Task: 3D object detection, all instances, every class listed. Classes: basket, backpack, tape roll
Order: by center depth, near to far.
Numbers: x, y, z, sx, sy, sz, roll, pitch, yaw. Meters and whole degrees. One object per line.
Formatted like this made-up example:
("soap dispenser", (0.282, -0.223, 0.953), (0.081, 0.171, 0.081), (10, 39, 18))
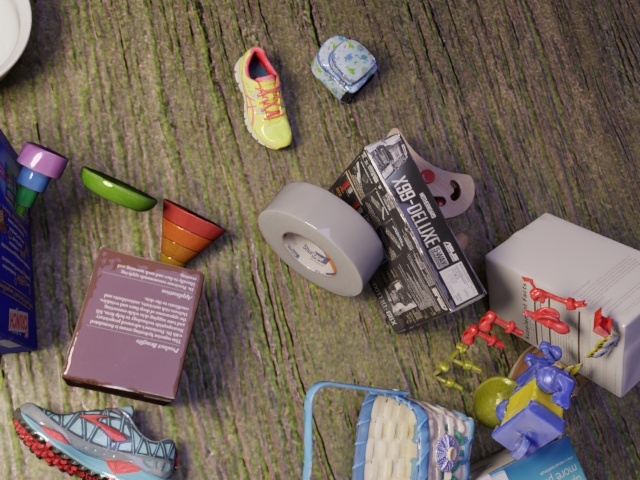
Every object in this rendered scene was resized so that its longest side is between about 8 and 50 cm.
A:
("basket", (0.102, 0.357, 1.134), (0.289, 0.201, 0.254), (5, 86, -22))
("tape roll", (0.000, 0.000, 1.208), (0.219, 0.219, 0.072), (39, 68, -3))
("backpack", (0.047, -0.351, 1.398), (0.114, 0.084, 0.105), (41, 65, 1))

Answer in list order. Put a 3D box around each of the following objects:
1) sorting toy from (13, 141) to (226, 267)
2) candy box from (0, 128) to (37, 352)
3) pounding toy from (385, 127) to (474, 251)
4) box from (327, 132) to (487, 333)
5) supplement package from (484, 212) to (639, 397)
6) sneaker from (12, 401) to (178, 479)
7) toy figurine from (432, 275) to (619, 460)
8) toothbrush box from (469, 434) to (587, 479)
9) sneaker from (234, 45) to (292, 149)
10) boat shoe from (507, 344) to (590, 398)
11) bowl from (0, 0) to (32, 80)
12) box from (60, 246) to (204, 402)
("sorting toy", (-0.327, -0.031, 1.132), (0.366, 0.127, 0.126), (24, 92, -42))
("candy box", (-0.510, 0.002, 1.028), (0.122, 0.268, 0.317), (-7, 76, -12))
("pounding toy", (0.214, -0.104, 1.337), (0.154, 0.155, 0.269), (-39, 88, -18))
("box", (0.136, 0.000, 1.238), (0.077, 0.242, 0.307), (-24, 82, -21))
("supplement package", (0.469, 0.105, 1.262), (0.177, 0.293, 0.175), (-32, 128, -22))
("sneaker", (-0.346, 0.310, 1.096), (0.262, 0.104, 0.125), (31, 51, -10))
("toy figurine", (0.301, 0.259, 1.124), (0.191, 0.362, 0.217), (30, 46, -2))
("toothbrush box", (0.375, 0.519, 1.221), (0.216, 0.126, 0.295), (-17, 81, -20))
("sneaker", (-0.106, -0.271, 1.323), (0.081, 0.094, 0.208), (-20, 82, -22))
("boat shoe", (0.476, 0.226, 1.340), (0.123, 0.116, 0.324), (46, 67, 0))
("bowl", (-0.634, -0.348, 1.166), (0.298, 0.134, 0.297), (5, 73, -16))
("box", (-0.294, 0.141, 1.107), (0.169, 0.167, 0.203), (16, 71, -12))
